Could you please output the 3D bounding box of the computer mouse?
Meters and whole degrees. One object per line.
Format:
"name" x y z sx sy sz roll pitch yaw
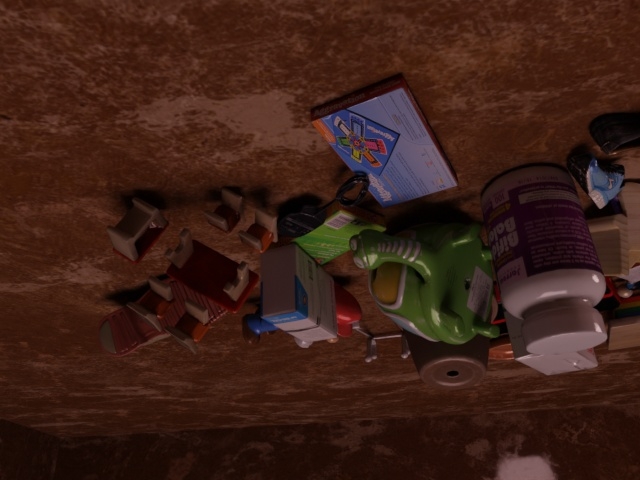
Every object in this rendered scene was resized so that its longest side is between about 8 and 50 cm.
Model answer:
"computer mouse" 0.001 -0.066 0.984 0.071 0.041 0.242 26 144 -33

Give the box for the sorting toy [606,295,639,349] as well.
"sorting toy" 0.969 0.226 1.586 0.257 0.089 0.255 -15 150 19

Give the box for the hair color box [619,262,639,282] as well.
"hair color box" 0.771 0.037 1.251 0.093 0.053 0.167 15 148 -31

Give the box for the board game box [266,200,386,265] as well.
"board game box" 0.000 0.000 1.121 0.124 0.039 0.259 19 143 -36

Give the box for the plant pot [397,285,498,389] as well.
"plant pot" 0.301 0.222 1.298 0.263 0.229 0.263 2 137 2

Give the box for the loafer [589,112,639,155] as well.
"loafer" 0.511 -0.163 0.842 0.170 0.061 0.062 -8 150 7

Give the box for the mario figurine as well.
"mario figurine" -0.038 0.218 1.366 0.321 0.198 0.170 -16 128 31

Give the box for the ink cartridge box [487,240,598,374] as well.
"ink cartridge box" 0.473 0.132 1.164 0.115 0.272 0.198 -24 145 33

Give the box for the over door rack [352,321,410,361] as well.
"over door rack" 0.234 0.280 1.594 0.240 0.108 0.324 -10 151 11

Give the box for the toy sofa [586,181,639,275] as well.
"toy sofa" 0.711 -0.018 1.078 0.363 0.177 0.150 -1 176 -4

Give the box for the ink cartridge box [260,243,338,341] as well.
"ink cartridge box" -0.042 0.117 1.149 0.086 0.148 0.203 -14 151 19

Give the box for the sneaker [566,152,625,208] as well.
"sneaker" 0.485 -0.117 0.947 0.073 0.063 0.162 -39 143 22

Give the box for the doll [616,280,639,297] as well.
"doll" 0.819 0.092 1.359 0.129 0.046 0.189 -5 155 -27

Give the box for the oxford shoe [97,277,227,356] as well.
"oxford shoe" -0.357 0.164 1.336 0.397 0.140 0.146 -20 179 19

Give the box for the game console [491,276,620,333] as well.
"game console" 0.589 0.167 1.486 0.387 0.060 0.342 -20 151 29

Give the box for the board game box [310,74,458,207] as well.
"board game box" 0.113 -0.143 0.874 0.145 0.027 0.281 -17 149 22

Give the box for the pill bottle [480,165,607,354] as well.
"pill bottle" 0.387 0.036 0.945 0.169 0.301 0.169 -2 152 -1

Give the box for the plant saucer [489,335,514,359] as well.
"plant saucer" 0.658 0.365 1.869 0.200 0.037 0.200 -2 152 -1

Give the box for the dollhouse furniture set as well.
"dollhouse furniture set" -0.236 0.036 0.970 0.259 0.262 0.135 29 156 12

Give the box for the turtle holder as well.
"turtle holder" 0.202 0.085 1.077 0.227 0.243 0.320 2 -172 43
